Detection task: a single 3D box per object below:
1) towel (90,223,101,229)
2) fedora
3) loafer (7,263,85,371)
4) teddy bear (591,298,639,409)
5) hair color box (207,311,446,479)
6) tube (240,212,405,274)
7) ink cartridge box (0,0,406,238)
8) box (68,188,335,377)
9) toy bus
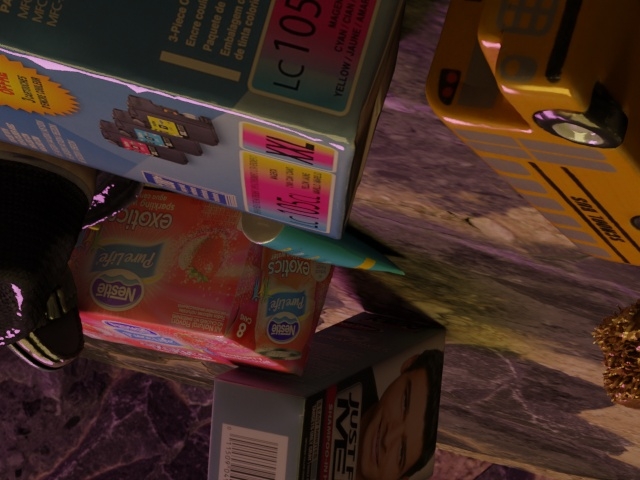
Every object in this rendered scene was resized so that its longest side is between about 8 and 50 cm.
[{"bbox_3d":[-0.308,-0.061,1.812,0.102,0.021,0.237,22,178,39],"label":"towel"},{"bbox_3d":[-0.304,0.003,1.663,0.334,0.152,0.334,0,162,0],"label":"fedora"},{"bbox_3d":[-0.304,0.005,1.951,0.084,0.096,0.267,-21,101,42],"label":"loafer"},{"bbox_3d":[0.401,0.084,1.658,0.245,0.113,0.338,16,163,-34],"label":"teddy bear"},{"bbox_3d":[0.012,0.209,2.179,0.113,0.185,0.374,10,-167,24],"label":"hair color box"},{"bbox_3d":[0.000,0.000,1.925,0.080,0.052,0.207,22,179,35],"label":"tube"},{"bbox_3d":[-0.151,-0.144,1.200,0.395,0.151,0.270,18,169,3],"label":"ink cartridge box"},{"bbox_3d":[-0.155,0.035,2.050,0.300,0.142,0.154,8,165,35],"label":"box"},{"bbox_3d":[0.164,-0.079,1.158,0.130,0.108,0.333,12,168,29],"label":"toy bus"}]
